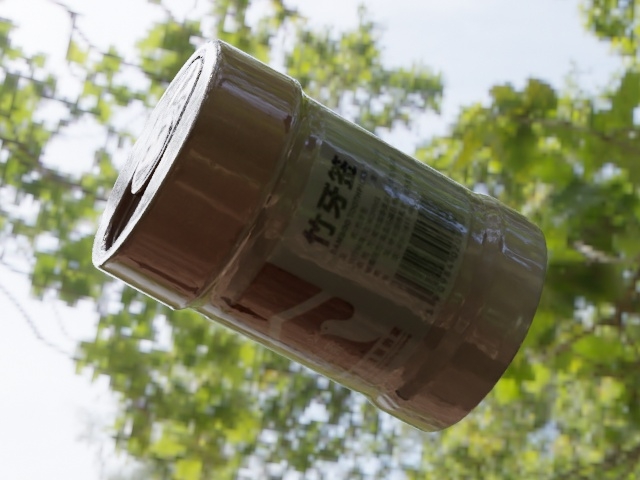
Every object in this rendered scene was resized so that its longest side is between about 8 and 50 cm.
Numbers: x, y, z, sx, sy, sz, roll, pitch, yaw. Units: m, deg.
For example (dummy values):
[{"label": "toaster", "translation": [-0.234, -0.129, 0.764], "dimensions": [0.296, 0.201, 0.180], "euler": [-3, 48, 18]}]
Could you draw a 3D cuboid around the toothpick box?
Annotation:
[{"label": "toothpick box", "translation": [0.000, 0.000, 0.573], "dimensions": [0.149, 0.098, 0.098], "euler": [28, -30, -17]}]
